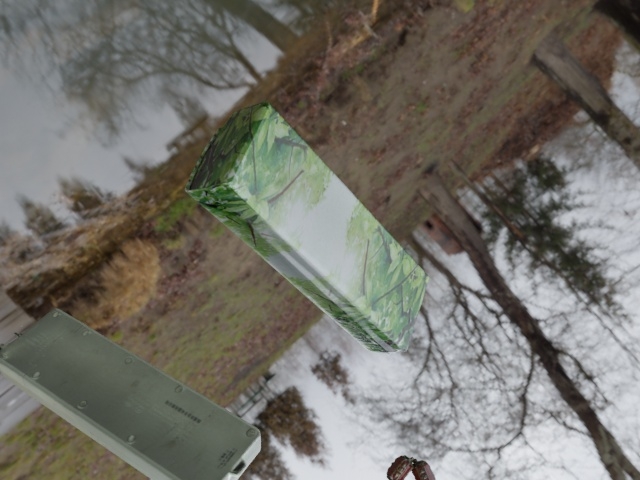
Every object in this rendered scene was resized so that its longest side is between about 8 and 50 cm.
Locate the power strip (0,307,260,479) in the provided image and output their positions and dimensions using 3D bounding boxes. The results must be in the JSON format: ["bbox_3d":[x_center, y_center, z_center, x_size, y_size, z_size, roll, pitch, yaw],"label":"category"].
[{"bbox_3d":[-0.240,0.190,0.836,0.106,0.367,0.043,-45,151,-40],"label":"power strip"}]

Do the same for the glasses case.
[{"bbox_3d":[0.000,0.000,0.653,0.062,0.272,0.095,-8,-131,42],"label":"glasses case"}]

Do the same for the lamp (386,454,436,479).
[{"bbox_3d":[0.112,0.272,0.769,0.063,0.083,0.031,-45,161,-10],"label":"lamp"}]
